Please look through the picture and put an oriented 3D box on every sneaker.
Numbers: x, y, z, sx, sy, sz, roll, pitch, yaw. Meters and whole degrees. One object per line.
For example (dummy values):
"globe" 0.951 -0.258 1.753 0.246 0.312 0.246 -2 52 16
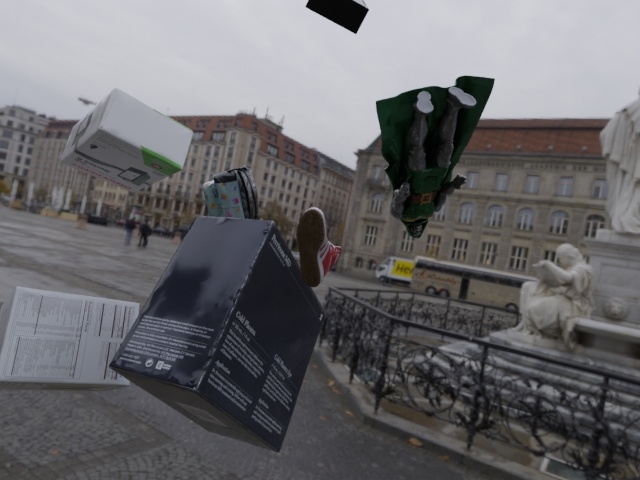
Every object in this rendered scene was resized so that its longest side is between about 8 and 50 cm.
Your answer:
"sneaker" 0.000 0.000 0.638 0.042 0.118 0.067 16 32 23

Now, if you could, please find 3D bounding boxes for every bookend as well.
"bookend" 0.038 -0.655 1.245 0.157 0.072 0.156 18 36 -22

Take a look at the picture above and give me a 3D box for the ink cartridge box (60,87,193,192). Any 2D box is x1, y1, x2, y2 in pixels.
"ink cartridge box" -0.474 -0.228 1.108 0.198 0.115 0.272 26 -25 -39

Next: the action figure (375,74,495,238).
"action figure" 0.132 -0.083 0.574 0.137 0.063 0.232 -10 -37 -4

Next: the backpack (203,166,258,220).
"backpack" -0.258 -0.111 1.354 0.144 0.188 0.166 -16 10 7

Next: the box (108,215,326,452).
"box" -0.157 0.181 0.870 0.178 0.313 0.343 5 -36 24

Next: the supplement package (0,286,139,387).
"supplement package" -0.599 0.243 1.065 0.262 0.198 0.199 16 -28 -37
